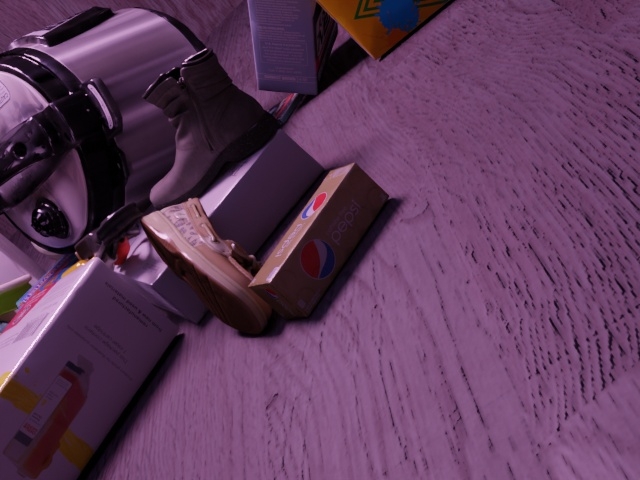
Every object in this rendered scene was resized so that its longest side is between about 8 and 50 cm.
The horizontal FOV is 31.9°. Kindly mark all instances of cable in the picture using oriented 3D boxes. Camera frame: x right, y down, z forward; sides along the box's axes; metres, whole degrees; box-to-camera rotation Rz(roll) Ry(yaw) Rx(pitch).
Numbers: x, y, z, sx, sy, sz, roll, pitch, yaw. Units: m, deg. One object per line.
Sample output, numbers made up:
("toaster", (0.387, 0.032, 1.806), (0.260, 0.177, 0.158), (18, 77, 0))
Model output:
("cable", (-0.281, 0.004, 1.575), (0.139, 0.072, 0.287), (-33, 4, -31))

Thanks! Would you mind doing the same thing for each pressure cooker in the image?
("pressure cooker", (-0.400, -0.181, 1.919), (0.420, 0.375, 0.370), (-33, -40, -40))

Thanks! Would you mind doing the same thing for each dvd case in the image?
("dvd case", (-0.083, -0.221, 2.014), (0.119, 0.013, 0.087), (-24, 29, 49))

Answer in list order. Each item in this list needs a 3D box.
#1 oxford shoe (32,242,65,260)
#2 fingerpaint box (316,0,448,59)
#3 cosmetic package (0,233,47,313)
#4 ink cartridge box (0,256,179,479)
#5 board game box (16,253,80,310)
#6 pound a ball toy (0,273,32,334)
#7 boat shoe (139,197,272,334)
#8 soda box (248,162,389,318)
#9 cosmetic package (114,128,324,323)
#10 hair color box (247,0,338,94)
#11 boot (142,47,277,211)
("oxford shoe", (-0.501, -0.122, 2.568), (0.449, 0.169, 0.130), (-55, -16, -28))
("fingerpaint box", (0.198, -0.547, 1.819), (0.371, 0.163, 0.445), (-36, 20, 32))
("cosmetic package", (-0.782, 0.123, 2.361), (0.327, 0.329, 0.393), (-49, 17, -7))
("ink cartridge box", (-0.402, 0.239, 1.516), (0.279, 0.160, 0.385), (-22, 29, 53))
("board game box", (-0.447, 0.084, 1.937), (0.160, 0.047, 0.210), (-47, 18, -10))
("pound a ball toy", (-0.593, 0.215, 1.990), (0.135, 0.208, 0.319), (-41, -5, 31))
("boat shoe", (-0.130, 0.018, 1.381), (0.089, 0.105, 0.285), (-34, 40, -16))
("soda box", (0.000, 0.000, 1.269), (0.181, 0.061, 0.058), (-55, 19, -22))
("cosmetic package", (-0.177, -0.030, 1.692), (0.284, 0.097, 0.377), (-53, 19, -11))
("hair color box", (-0.047, -0.446, 1.850), (0.113, 0.375, 0.185), (6, 47, 10))
("boot", (-0.192, -0.159, 1.579), (0.246, 0.161, 0.083), (-35, 21, 29))
